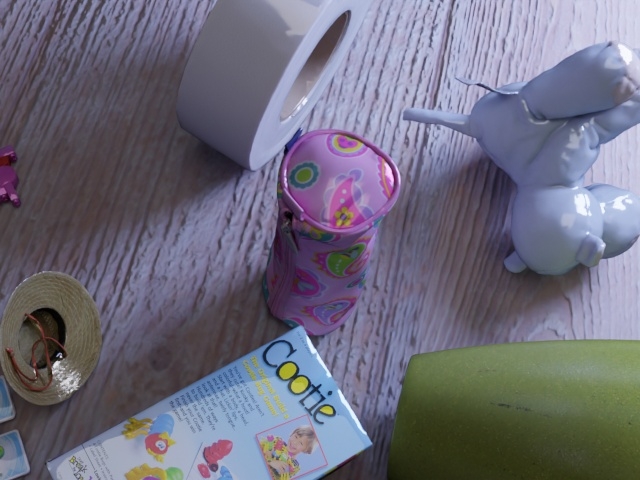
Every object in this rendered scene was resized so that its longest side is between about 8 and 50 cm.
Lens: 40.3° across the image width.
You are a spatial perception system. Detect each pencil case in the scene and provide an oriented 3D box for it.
[{"bbox_3d":[0.000,0.000,0.914,0.124,0.284,0.124,3,64,-5],"label":"pencil case"}]

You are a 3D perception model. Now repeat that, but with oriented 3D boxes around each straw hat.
[{"bbox_3d":[-0.308,0.106,0.935,0.061,0.144,0.144,-9,63,32],"label":"straw hat"}]

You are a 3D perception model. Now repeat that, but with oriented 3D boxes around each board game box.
[{"bbox_3d":[-0.111,0.225,0.881,0.275,0.142,0.144,-27,75,-19],"label":"board game box"}]

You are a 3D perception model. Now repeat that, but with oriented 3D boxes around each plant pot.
[{"bbox_3d":[0.226,0.212,0.903,0.294,0.274,0.274,11,66,11],"label":"plant pot"}]

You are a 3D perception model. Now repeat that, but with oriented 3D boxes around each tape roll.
[{"bbox_3d":[-0.046,-0.221,0.998,0.100,0.286,0.286,33,66,3],"label":"tape roll"}]

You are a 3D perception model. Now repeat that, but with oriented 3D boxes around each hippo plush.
[{"bbox_3d":[0.301,-0.084,1.030,0.294,0.234,0.236,-6,80,-32],"label":"hippo plush"}]

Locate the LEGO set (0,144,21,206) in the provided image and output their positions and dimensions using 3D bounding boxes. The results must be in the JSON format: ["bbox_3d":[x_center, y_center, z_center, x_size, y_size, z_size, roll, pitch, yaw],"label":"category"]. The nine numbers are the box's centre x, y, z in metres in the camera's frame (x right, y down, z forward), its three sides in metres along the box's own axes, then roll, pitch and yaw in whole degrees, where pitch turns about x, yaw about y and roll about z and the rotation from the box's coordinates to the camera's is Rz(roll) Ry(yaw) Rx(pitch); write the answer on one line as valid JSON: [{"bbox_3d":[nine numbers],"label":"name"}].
[{"bbox_3d":[-0.436,-0.037,0.960,0.227,0.087,0.093,-25,74,-17],"label":"LEGO set"}]

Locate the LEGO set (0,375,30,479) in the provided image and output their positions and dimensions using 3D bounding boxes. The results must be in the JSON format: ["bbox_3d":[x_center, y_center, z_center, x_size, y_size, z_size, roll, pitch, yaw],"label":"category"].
[{"bbox_3d":[-0.418,0.248,0.865,0.244,0.060,0.182,-17,69,-16],"label":"LEGO set"}]
